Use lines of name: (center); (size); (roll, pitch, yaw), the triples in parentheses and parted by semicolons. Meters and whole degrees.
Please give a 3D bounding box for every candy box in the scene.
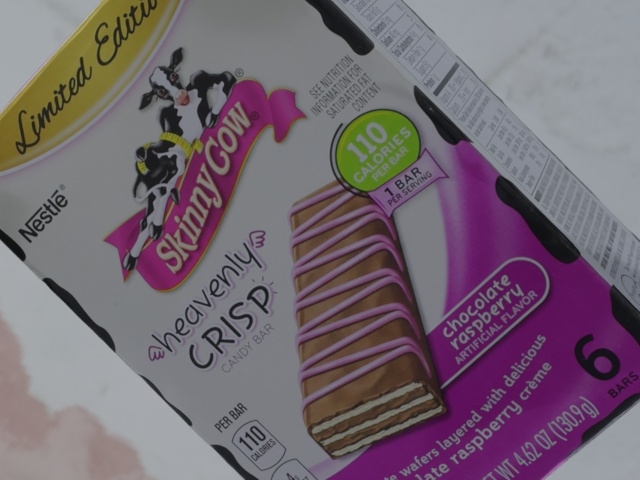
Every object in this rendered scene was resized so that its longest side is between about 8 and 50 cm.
candy box: (0.000, 0.000, 0.632); (0.233, 0.071, 0.159); (45, -67, -3)
